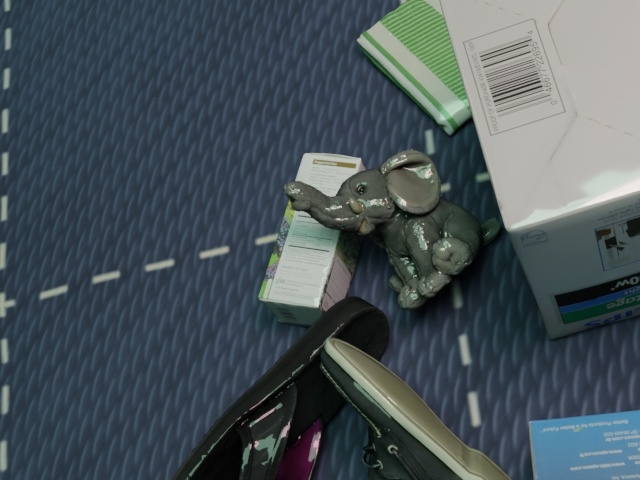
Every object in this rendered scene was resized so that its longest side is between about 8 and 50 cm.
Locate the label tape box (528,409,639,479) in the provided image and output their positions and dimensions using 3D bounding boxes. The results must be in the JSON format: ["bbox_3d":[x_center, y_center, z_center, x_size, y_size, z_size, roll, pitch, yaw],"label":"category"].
[{"bbox_3d":[0.375,0.362,1.180,0.249,0.115,0.348,-9,53,14],"label":"label tape box"}]

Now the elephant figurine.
[{"bbox_3d":[0.101,-0.040,1.444,0.169,0.186,0.239,-42,86,16],"label":"elephant figurine"}]

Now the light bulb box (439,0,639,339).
[{"bbox_3d":[0.323,-0.117,1.323,0.225,0.361,0.358,-17,61,12],"label":"light bulb box"}]

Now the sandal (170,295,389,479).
[{"bbox_3d":[-0.053,0.264,1.370,0.107,0.167,0.446,33,78,37],"label":"sandal"}]

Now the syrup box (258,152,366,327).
[{"bbox_3d":[0.000,0.000,1.529,0.096,0.093,0.237,7,67,22],"label":"syrup box"}]

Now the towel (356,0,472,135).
[{"bbox_3d":[0.250,-0.333,1.645,0.325,0.038,0.248,-38,60,-4],"label":"towel"}]

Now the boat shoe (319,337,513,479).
[{"bbox_3d":[0.110,0.265,1.315,0.340,0.127,0.113,41,102,1],"label":"boat shoe"}]
